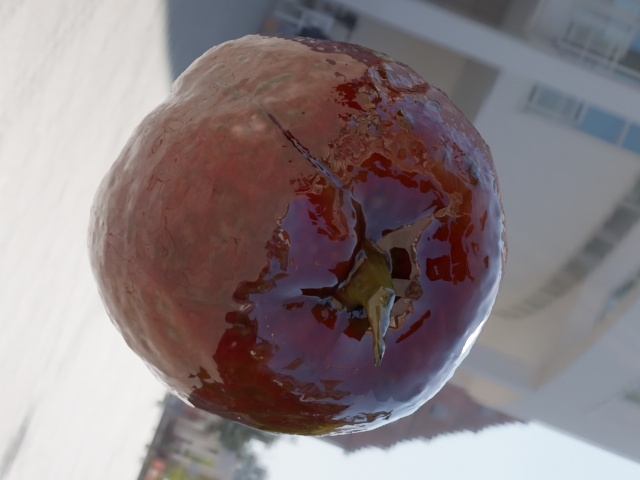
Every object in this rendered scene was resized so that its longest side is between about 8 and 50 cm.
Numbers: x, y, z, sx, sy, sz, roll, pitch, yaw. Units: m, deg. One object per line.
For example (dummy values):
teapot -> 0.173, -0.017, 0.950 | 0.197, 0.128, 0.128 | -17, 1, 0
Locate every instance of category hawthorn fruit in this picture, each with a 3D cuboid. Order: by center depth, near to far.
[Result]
hawthorn fruit -> -0.009, -0.006, 0.860 | 0.262, 0.258, 0.258 | -34, -149, 55
